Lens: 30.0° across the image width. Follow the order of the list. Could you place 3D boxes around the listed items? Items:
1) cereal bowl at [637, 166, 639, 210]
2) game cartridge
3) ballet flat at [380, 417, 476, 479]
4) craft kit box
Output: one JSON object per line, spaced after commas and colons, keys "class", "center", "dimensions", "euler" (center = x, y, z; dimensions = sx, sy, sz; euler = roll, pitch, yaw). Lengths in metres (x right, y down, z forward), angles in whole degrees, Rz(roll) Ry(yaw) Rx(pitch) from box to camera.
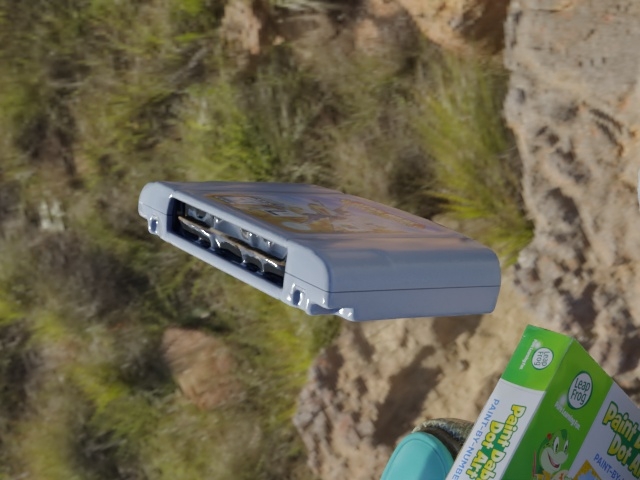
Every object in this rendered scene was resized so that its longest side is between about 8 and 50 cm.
{"class": "cereal bowl", "center": [0.352, 0.031, 0.776], "dimensions": [0.339, 0.339, 0.141], "euler": [36, 113, 23]}
{"class": "game cartridge", "center": [0.000, 0.000, 1.002], "dimensions": [0.297, 0.198, 0.062], "euler": [23, 113, 51]}
{"class": "ballet flat", "center": [0.068, 0.396, 1.194], "dimensions": [0.164, 0.182, 0.483], "euler": [42, 106, 48]}
{"class": "craft kit box", "center": [0.200, 0.239, 1.042], "dimensions": [0.061, 0.250, 0.246], "euler": [12, 68, 46]}
